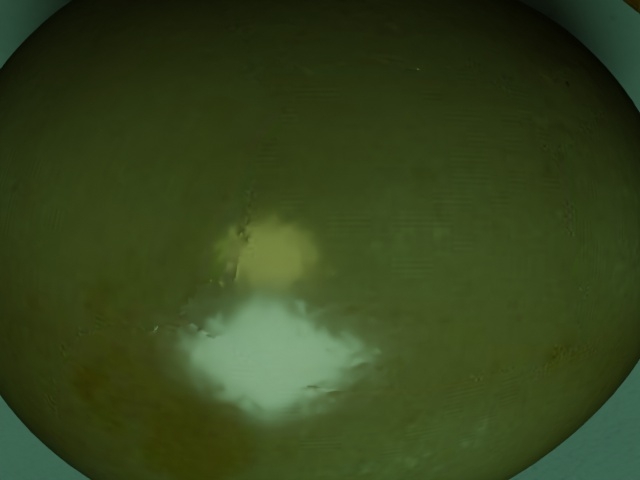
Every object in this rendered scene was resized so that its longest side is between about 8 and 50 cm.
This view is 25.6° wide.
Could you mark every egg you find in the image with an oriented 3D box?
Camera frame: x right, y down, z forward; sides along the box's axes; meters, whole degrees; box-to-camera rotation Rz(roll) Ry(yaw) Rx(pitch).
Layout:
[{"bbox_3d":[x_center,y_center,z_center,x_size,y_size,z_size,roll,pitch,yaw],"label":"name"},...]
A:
[{"bbox_3d":[0.000,0.000,0.727,0.373,0.301,0.301,8,137,-11],"label":"egg"}]

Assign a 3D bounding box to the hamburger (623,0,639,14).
[{"bbox_3d":[0.207,-0.216,0.547,0.291,0.225,0.291,1,135,1],"label":"hamburger"}]
